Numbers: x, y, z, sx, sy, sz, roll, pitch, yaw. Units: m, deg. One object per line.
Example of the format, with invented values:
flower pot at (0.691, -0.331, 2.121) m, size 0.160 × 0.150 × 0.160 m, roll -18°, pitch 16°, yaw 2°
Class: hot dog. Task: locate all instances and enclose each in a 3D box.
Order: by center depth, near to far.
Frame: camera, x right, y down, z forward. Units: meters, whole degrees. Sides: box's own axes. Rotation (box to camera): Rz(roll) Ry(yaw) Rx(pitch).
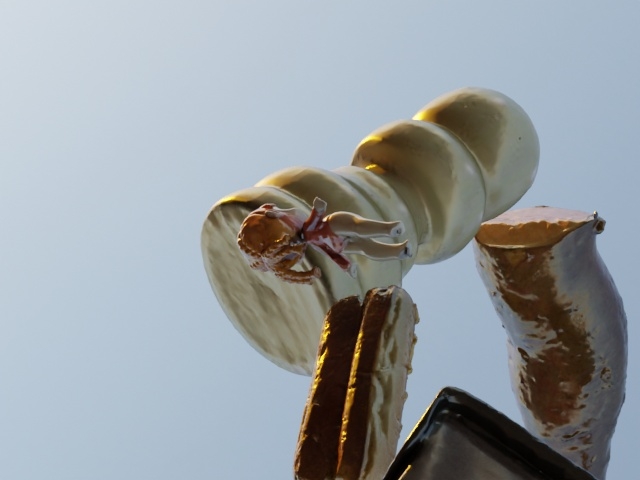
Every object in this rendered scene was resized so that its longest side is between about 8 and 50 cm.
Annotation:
hot dog at (0.024, 0.095, 0.854) m, size 0.071 × 0.045 × 0.165 m, roll -26°, pitch -145°, yaw 36°

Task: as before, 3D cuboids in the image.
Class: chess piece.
chess piece at (0.063, -0.026, 1.106) m, size 0.300 × 0.167 × 0.167 m, roll -32°, pitch -152°, yaw -33°

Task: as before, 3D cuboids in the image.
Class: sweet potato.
sweet potato at (0.247, 0.118, 1.315) m, size 0.131 × 0.336 × 0.131 m, roll -16°, pitch -158°, yaw 7°

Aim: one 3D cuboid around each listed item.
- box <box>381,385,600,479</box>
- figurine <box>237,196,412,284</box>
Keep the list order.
box at (0.055, 0.224, 0.548) m, size 0.153 × 0.188 × 0.252 m, roll -49°, pitch 169°, yaw -47°
figurine at (0.000, 0.000, 0.785) m, size 0.109 × 0.064 × 0.047 m, roll 1°, pitch -138°, yaw 30°
